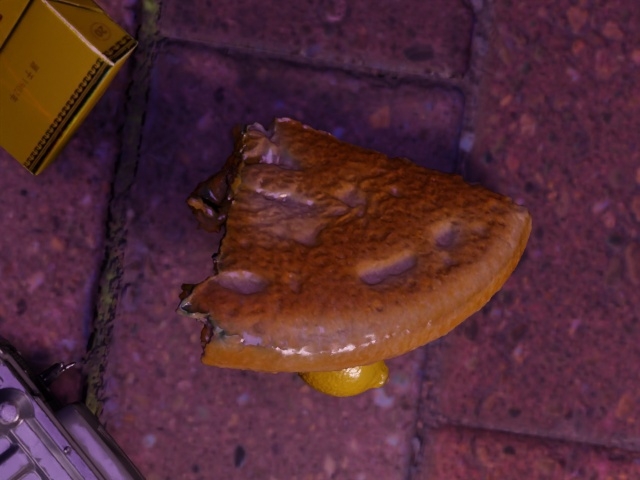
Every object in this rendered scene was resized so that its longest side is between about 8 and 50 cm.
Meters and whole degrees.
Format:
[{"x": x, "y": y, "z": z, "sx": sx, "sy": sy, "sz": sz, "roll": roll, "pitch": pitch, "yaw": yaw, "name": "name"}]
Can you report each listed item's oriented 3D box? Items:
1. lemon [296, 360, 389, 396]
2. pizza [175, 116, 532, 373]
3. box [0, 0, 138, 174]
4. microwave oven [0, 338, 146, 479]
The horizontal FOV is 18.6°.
[{"x": 0.014, "y": 0.084, "z": 1.436, "sx": 0.083, "sy": 0.062, "sz": 0.062, "roll": 29, "pitch": 86, "yaw": -7, "name": "lemon"}, {"x": 0.000, "y": 0.000, "z": 1.411, "sx": 0.289, "sy": 0.081, "sz": 0.229, "roll": -23, "pitch": 60, "yaw": -30, "name": "pizza"}, {"x": -0.267, "y": -0.187, "z": 1.398, "sx": 0.279, "sy": 0.153, "sz": 0.041, "roll": 44, "pitch": 47, "yaw": 1, "name": "box"}, {"x": -0.210, "y": 0.206, "z": 1.380, "sx": 0.194, "sy": 0.145, "sz": 0.240, "roll": -39, "pitch": 89, "yaw": -1, "name": "microwave oven"}]
